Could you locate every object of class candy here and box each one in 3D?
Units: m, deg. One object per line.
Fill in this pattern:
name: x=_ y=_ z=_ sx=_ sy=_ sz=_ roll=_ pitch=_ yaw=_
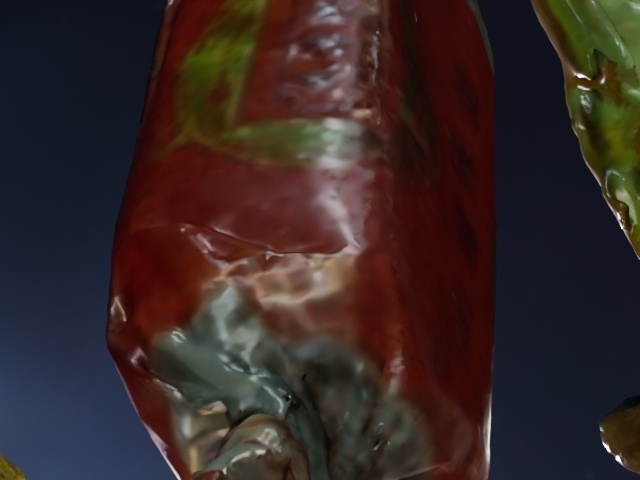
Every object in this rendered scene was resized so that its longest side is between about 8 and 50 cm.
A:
candy: x=0.001 y=-0.012 z=0.409 sx=0.086 sy=0.059 sz=0.292 roll=57 pitch=-155 yaw=-34

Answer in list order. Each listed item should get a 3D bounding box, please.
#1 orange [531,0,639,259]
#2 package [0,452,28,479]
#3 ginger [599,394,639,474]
orange: x=0.214 y=-0.082 z=0.699 sx=0.196 sy=0.263 sz=0.334 roll=64 pitch=-177 yaw=-73
package: x=-0.257 y=0.196 z=1.408 sx=0.090 sy=0.226 sz=0.168 roll=-41 pitch=-73 yaw=-26
ginger: x=0.271 y=0.100 z=1.282 sx=0.133 sy=0.107 sz=0.309 roll=-41 pitch=-11 yaw=-8
